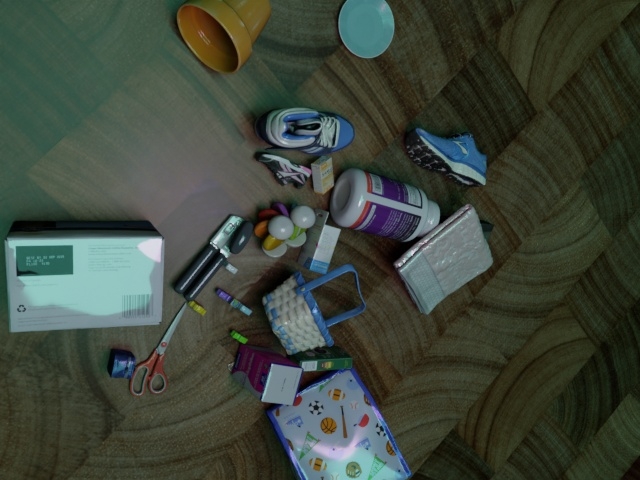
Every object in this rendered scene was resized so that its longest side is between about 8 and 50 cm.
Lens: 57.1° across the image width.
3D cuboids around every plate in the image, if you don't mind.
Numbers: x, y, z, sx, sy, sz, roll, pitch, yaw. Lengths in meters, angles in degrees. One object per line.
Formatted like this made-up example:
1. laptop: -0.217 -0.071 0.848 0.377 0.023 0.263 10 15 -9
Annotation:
1. plate: 0.134 -0.641 1.756 0.188 0.024 0.188 -5 103 -24

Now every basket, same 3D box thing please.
1. basket: -0.012 0.195 1.744 0.289 0.201 0.255 -20 141 -2

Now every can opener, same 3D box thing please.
1. can opener: -0.298 0.049 1.669 0.076 0.095 0.283 43 76 -25

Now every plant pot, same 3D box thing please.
1. plant pot: -0.232 -0.571 1.523 0.205 0.205 0.188 50 64 -24

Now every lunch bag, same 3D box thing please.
1. lunch bag: 0.045 0.631 1.868 0.327 0.239 0.385 -27 88 -15
2. lunch bag: -0.544 0.341 1.621 0.065 0.098 0.067 12 91 -28

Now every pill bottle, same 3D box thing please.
1. pill bottle: 0.203 -0.101 1.815 0.323 0.181 0.182 14 95 -26

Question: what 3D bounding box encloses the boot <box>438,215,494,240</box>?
1. boot: 0.484 0.006 2.025 0.246 0.083 0.161 6 104 -24

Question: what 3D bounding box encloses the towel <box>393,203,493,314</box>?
1. towel: 0.412 0.074 1.924 0.317 0.053 0.332 -38 139 -2

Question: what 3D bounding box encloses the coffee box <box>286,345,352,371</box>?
1. coffee box: -0.003 0.375 1.864 0.184 0.113 0.040 1 100 -26

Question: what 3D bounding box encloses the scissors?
1. scissors: -0.468 0.313 1.691 0.109 0.021 0.297 13 97 -24

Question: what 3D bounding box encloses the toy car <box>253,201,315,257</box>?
1. toy car: -0.112 -0.048 1.718 0.182 0.159 0.136 -28 70 -31

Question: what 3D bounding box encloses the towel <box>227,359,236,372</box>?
1. towel: -0.243 0.400 1.818 0.060 0.009 0.083 -38 114 -13

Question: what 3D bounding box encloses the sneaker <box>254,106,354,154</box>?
1. sneaker: -0.010 -0.301 1.645 0.322 0.236 0.130 2 101 -24

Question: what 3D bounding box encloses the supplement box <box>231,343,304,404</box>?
1. supplement box: -0.159 0.389 1.728 0.114 0.220 0.111 17 87 -30

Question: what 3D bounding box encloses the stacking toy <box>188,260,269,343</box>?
1. stacking toy: -0.257 0.183 1.746 0.221 0.052 0.167 41 84 -28

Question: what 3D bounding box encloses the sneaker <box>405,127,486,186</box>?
1. sneaker: 0.416 -0.294 1.918 0.330 0.129 0.147 23 77 -30

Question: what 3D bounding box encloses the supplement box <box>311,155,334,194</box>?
1. supplement box: 0.007 -0.196 1.760 0.062 0.036 0.098 -43 138 -40

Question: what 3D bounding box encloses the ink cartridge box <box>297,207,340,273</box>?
1. ink cartridge box: 0.000 0.000 1.788 0.061 0.104 0.181 16 94 -26

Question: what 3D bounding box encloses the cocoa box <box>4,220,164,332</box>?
1. cocoa box: -0.585 0.077 1.473 0.347 0.228 0.231 -1 102 -24

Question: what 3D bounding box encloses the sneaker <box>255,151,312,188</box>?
1. sneaker: -0.110 -0.200 1.715 0.178 0.072 0.077 20 94 -25
